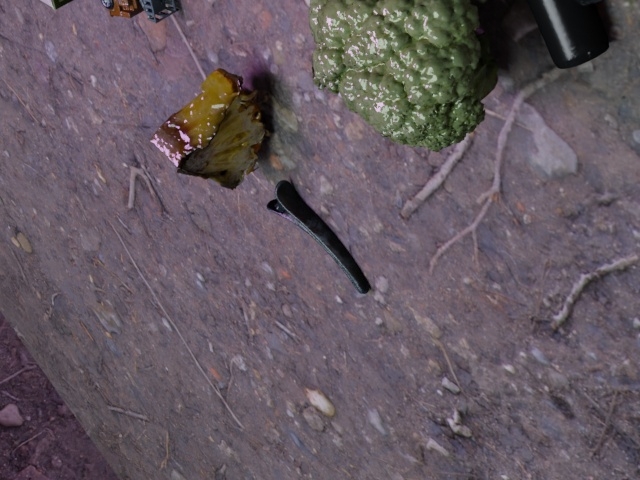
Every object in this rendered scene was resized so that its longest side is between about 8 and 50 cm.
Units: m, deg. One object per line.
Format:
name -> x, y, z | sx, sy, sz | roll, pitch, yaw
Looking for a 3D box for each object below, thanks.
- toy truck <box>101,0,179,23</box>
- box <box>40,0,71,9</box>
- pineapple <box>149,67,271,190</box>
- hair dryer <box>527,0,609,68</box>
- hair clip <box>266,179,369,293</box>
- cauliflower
toy truck -> -0.305, -0.449, 1.927 | 0.115, 0.080, 0.178 | 21, 136, 36
box -> -0.464, -0.524, 2.005 | 0.195, 0.148, 0.178 | 32, 145, 33
pineapple -> -0.176, -0.174, 1.901 | 0.114, 0.186, 0.236 | 42, 152, 23
hair dryer -> 0.330, -0.264, 1.261 | 0.255, 0.070, 0.128 | -4, 116, 50
hair clip -> 0.000, 0.000, 1.967 | 0.229, 0.039, 0.070 | 47, 146, 12
cauliflower -> 0.119, -0.246, 1.420 | 0.272, 0.275, 0.250 | 24, 177, 41
